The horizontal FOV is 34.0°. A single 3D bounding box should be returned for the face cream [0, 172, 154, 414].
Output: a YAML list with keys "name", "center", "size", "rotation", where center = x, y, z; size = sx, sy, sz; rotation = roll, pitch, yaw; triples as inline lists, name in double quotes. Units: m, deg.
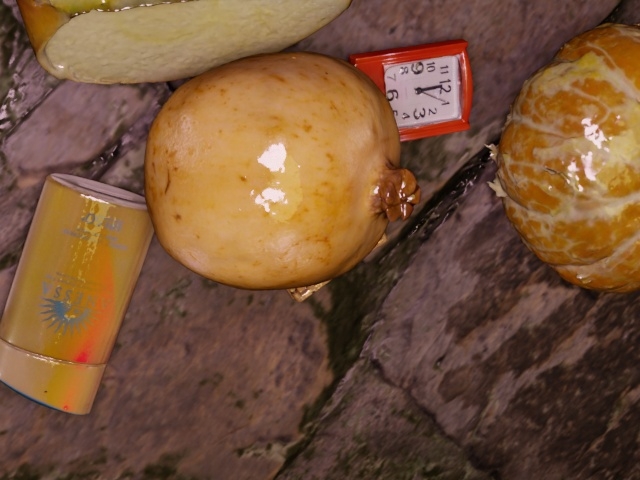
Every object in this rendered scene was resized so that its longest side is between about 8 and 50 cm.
- name: "face cream"
  center: [-0.300, 0.069, 1.254]
  size: [0.139, 0.067, 0.285]
  rotation: [17, 105, -17]

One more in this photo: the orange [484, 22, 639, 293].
- name: "orange"
  center: [0.371, -0.100, 1.275]
  size: [0.329, 0.249, 0.329]
  rotation: [-8, 112, -21]

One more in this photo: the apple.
- name: "apple"
  center: [-0.150, -0.282, 1.107]
  size: [0.346, 0.179, 0.254]
  rotation: [-10, 124, -13]

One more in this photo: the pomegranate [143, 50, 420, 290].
- name: "pomegranate"
  center: [-0.055, -0.074, 1.155]
  size: [0.308, 0.307, 0.307]
  rotation: [-5, 111, -13]

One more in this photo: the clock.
- name: "clock"
  center: [0.108, -0.183, 1.278]
  size: [0.155, 0.061, 0.113]
  rotation: [-10, 112, -15]

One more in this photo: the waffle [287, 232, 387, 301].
- name: "waffle"
  center: [0.000, 0.001, 1.323]
  size: [0.148, 0.042, 0.102]
  rotation: [-34, 114, 0]
